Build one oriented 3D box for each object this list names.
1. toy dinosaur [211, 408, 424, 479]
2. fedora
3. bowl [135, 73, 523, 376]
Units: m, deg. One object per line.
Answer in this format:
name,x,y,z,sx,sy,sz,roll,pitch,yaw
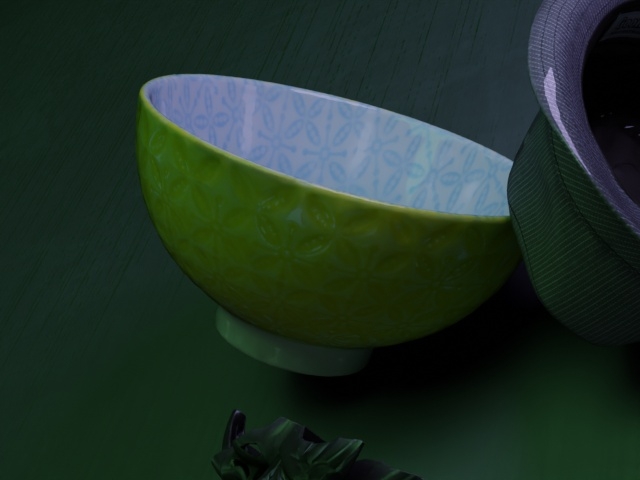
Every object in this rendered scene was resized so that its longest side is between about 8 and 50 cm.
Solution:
toy dinosaur,-0.028,0.199,0.534,0.322,0.164,0.218,25,74,16
fedora,0.193,-0.028,0.716,0.124,0.244,0.275,-48,15,43
bowl,0.000,0.000,0.853,0.289,0.289,0.156,-133,54,-59
